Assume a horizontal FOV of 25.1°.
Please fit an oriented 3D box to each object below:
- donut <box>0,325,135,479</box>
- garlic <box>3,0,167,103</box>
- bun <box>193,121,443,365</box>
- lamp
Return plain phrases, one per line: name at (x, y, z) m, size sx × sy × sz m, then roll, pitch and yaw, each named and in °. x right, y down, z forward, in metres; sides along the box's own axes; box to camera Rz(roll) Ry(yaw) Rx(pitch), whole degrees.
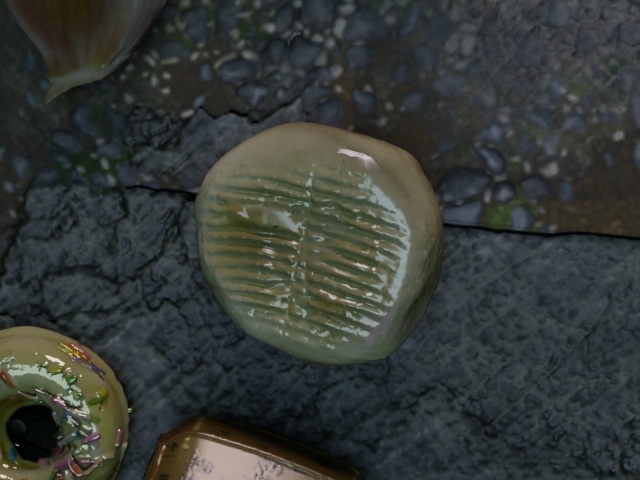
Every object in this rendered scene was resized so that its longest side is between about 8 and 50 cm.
donut at (-0.241, 0.156, 1.177) m, size 0.174 × 0.068 × 0.175 m, roll 0°, pitch 95°, yaw 3°
garlic at (-0.203, -0.261, 1.106) m, size 0.148 × 0.128 × 0.267 m, roll -33°, pitch 94°, yaw -22°
bun at (0.000, 0.000, 1.119) m, size 0.193 × 0.128 × 0.178 m, roll 14°, pitch 97°, yaw 13°
lamp at (-0.056, 0.230, 1.133) m, size 0.185 × 0.161 × 0.161 m, roll 18°, pitch 97°, yaw 3°
